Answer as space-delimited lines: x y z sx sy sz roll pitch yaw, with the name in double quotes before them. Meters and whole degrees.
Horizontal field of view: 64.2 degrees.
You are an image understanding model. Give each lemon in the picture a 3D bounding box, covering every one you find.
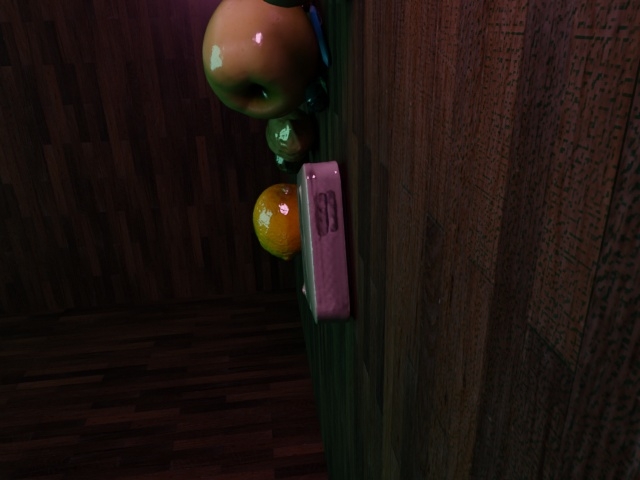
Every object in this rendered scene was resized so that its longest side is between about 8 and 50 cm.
"lemon" -0.127 -0.068 1.885 0.245 0.245 0.319 -101 11 -47

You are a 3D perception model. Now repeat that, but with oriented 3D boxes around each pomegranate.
"pomegranate" -0.118 -0.352 2.097 0.169 0.149 0.148 90 173 -47

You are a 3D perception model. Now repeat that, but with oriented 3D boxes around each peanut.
"peanut" -0.108 -0.378 1.833 0.387 0.170 0.192 -124 24 -77

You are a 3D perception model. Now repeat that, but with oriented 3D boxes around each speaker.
"speaker" -0.001 -0.403 1.394 0.094 0.060 0.075 -39 46 38

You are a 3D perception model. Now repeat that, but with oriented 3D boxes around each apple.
"apple" -0.163 -0.540 1.475 0.357 0.358 0.357 175 90 -84

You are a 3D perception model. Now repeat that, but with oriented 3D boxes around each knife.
"knife" -0.001 -0.558 1.372 0.044 0.026 0.296 89 171 -53

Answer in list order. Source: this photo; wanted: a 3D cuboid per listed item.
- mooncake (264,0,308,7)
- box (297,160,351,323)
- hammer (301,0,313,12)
"mooncake" -0.052 -0.573 0.939 0.275 0.135 0.274 16 111 47
"box" 0.001 -0.001 1.368 0.396 0.111 0.395 -147 53 -83
"hammer" -0.096 -0.881 1.545 0.242 0.095 0.408 -9 -102 -61
